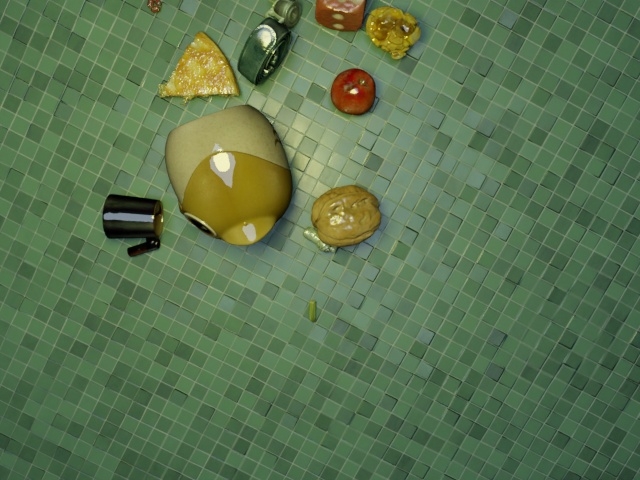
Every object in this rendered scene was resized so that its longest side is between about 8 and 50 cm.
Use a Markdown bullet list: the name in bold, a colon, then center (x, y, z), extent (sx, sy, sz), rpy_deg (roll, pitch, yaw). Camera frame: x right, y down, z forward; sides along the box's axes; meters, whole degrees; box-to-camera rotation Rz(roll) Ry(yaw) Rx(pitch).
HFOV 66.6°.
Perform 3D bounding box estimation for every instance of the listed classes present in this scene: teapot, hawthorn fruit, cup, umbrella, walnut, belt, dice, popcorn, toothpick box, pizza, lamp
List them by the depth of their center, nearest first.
- **toothpick box**: center (-0.303, -0.208, 1.660), extent (0.409, 0.409, 0.425), rpy_deg (-20, 101, 3)
- **belt**: center (-0.195, -0.659, 1.682), extent (0.116, 0.267, 0.206), rpy_deg (38, 71, -4)
- **dice**: center (0.078, -0.846, 1.703), extent (0.175, 0.179, 0.173), rpy_deg (11, 96, -3)
- **popcorn**: center (0.265, -0.746, 1.735), extent (0.194, 0.163, 0.140), rpy_deg (24, 75, 29)
- **hawthorn fruit**: center (0.117, -0.531, 1.740), extent (0.173, 0.173, 0.172), rpy_deg (0, 96, 0)
- **teapot**: center (-0.138, -0.821, 1.743), extent (0.091, 0.124, 0.092), rpy_deg (32, 126, 20)
- **walnut**: center (0.097, -0.092, 1.760), extent (0.257, 0.257, 0.224), rpy_deg (-30, 57, 4)
- **lamp**: center (-0.612, -0.876, 1.779), extent (0.063, 0.031, 0.083), rpy_deg (-8, 100, 2)
- **pizza**: center (-0.469, -0.607, 1.788), extent (0.288, 0.075, 0.279), rpy_deg (-23, 91, 5)
- **cup**: center (-0.689, -0.064, 1.831), extent (0.177, 0.239, 0.166), rpy_deg (2, 54, -5)
- **umbrella**: center (0.000, 0.000, 1.851), extent (0.143, 0.062, 0.067), rpy_deg (33, 133, 6)

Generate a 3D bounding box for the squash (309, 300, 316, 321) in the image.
- **squash**: center (-0.031, 0.277, 1.897), extent (0.028, 0.027, 0.083), rpy_deg (3, 97, 0)
